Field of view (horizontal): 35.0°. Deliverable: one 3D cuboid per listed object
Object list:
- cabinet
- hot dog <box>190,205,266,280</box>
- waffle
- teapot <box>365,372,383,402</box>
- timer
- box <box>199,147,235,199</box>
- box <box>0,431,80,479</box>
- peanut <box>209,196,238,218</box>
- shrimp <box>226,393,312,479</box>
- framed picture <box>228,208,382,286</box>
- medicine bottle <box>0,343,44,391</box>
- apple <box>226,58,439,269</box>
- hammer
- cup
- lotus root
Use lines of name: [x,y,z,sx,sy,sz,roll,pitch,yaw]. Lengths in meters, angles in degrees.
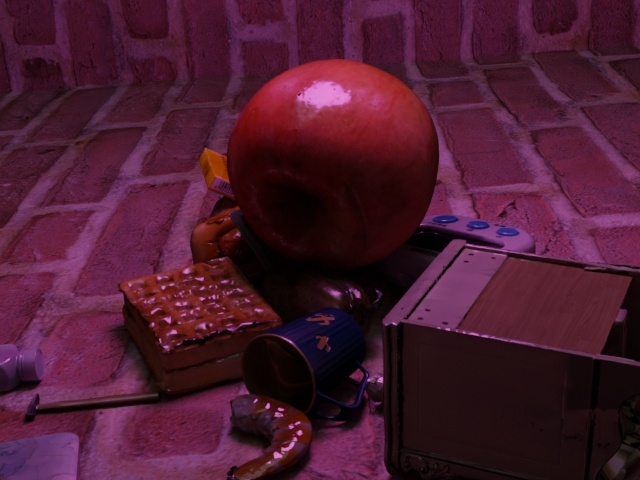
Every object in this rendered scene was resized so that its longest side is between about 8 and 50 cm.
cabinet: [0.277,0.170,1.305,0.317,0.228,0.290,8,24,23]
hot dog: [-0.113,-0.005,1.931,0.153,0.150,0.256,2,20,44]
waffle: [-0.200,0.134,1.666,0.212,0.091,0.308,-13,22,-19]
teapot: [0.111,0.215,1.449,0.083,0.057,0.067,8,-19,28]
timer: [0.242,0.028,1.838,0.262,0.087,0.237,14,28,39]
box: [-0.118,-0.103,2.114,0.269,0.043,0.152,22,21,-23]
box: [-0.459,0.319,1.323,0.284,0.044,0.142,-8,26,-8]
peanut: [-0.179,-0.054,2.119,0.090,0.099,0.214,-26,15,16]
shrimp: [-0.094,0.273,1.369,0.161,0.049,0.166,13,36,34]
framed picture: [0.000,0.000,1.871,0.296,0.019,0.232,-23,71,-38]
medicine bottle: [-0.502,0.201,1.603,0.117,0.055,0.074,-6,21,-1]
apple: [0.031,-0.138,1.734,0.363,0.364,0.364,-4,22,2]
hammer: [-0.340,0.241,1.527,0.198,0.013,0.062,-5,22,-2]
cup: [-0.003,0.185,1.478,0.176,0.131,0.155,39,35,18]
lotus root: [-0.010,0.106,1.653,0.124,0.123,0.241,9,5,-37]
